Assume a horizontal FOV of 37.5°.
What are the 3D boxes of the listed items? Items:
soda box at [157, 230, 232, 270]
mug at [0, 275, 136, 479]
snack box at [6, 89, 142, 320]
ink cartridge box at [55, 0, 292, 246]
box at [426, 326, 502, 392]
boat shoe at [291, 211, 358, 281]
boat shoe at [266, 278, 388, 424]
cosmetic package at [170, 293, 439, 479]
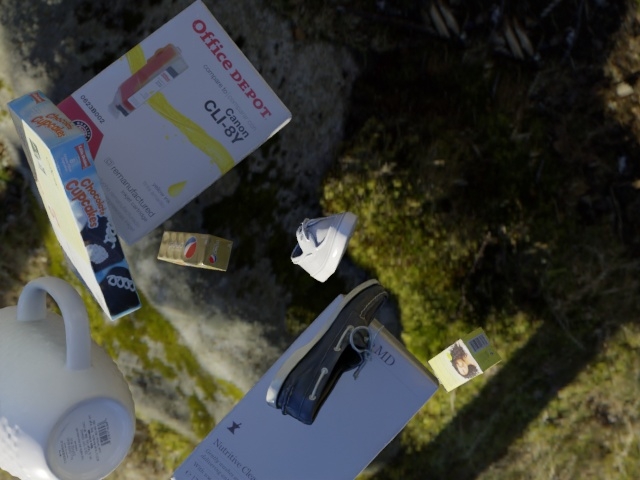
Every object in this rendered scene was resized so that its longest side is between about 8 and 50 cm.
[{"bbox_3d":[-0.252,0.019,1.881,0.058,0.061,0.181,18,172,-38],"label":"soda box"},{"bbox_3d":[-0.481,0.247,1.681,0.276,0.328,0.373,-5,108,-40],"label":"mug"},{"bbox_3d":[-0.374,-0.051,1.441,0.060,0.187,0.321,-28,131,-22],"label":"snack box"},{"bbox_3d":[-0.288,-0.213,1.737,0.385,0.160,0.279,-40,97,-9],"label":"ink cartridge box"},{"bbox_3d":[0.307,0.261,2.035,0.058,0.087,0.232,-29,168,-19],"label":"box"},{"bbox_3d":[0.000,0.000,1.169,0.063,0.066,0.184,26,167,-3],"label":"boat shoe"},{"bbox_3d":[0.028,0.151,1.302,0.079,0.254,0.095,28,137,21],"label":"boat shoe"},{"bbox_3d":[-0.016,0.290,1.477,0.217,0.156,0.385,41,93,8],"label":"cosmetic package"}]
